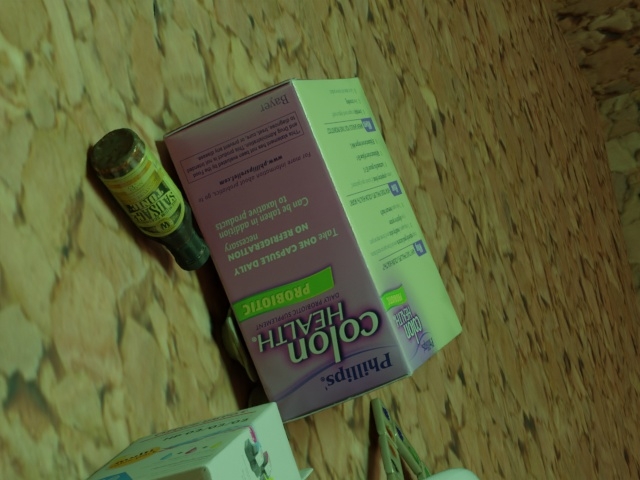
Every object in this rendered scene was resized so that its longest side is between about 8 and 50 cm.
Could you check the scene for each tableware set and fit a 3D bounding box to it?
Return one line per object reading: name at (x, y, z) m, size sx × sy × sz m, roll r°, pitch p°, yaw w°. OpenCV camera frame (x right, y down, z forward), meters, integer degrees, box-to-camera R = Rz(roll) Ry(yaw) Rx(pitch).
tableware set at (-0.042, 0.095, 1.406) m, size 0.169 × 0.020 × 0.141 m, roll -65°, pitch 136°, yaw -65°

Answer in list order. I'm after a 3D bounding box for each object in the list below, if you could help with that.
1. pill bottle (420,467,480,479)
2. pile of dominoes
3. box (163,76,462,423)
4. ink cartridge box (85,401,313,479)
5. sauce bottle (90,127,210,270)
pill bottle at (0.111, 0.305, 1.232) m, size 0.264 × 0.146 × 0.146 m, roll 59°, pitch 14°, yaw 16°
pile of dominoes at (0.123, 0.274, 1.599) m, size 0.196 × 0.040 × 0.251 m, roll 56°, pitch 12°, yaw -29°
box at (0.000, 0.000, 1.416) m, size 0.243 × 0.117 × 0.213 m, roll 67°, pitch 16°, yaw 0°
ink cartridge box at (-0.080, 0.154, 1.096) m, size 0.181 × 0.104 × 0.062 m, roll -33°, pitch 106°, yaw -73°
sauce bottle at (-0.117, -0.026, 1.247) m, size 0.128 × 0.042 × 0.042 m, roll 54°, pitch 26°, yaw -43°
